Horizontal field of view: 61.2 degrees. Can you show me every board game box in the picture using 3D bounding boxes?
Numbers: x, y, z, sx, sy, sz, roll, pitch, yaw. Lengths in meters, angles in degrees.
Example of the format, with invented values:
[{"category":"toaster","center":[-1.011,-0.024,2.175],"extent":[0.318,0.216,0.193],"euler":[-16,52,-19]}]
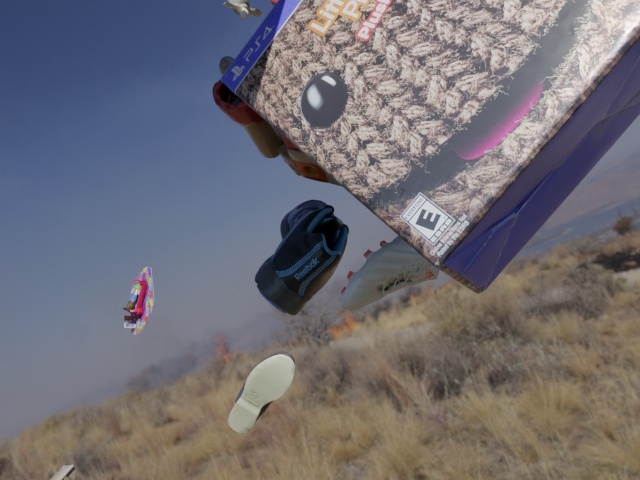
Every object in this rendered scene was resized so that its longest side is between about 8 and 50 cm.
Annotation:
[{"category":"board game box","center":[-0.452,0.143,1.324],"extent":[0.033,0.169,0.133],"euler":[16,-50,-37]},{"category":"board game box","center":[0.095,-0.139,0.487],"extent":[0.232,0.291,0.141],"euler":[-51,-31,8]}]

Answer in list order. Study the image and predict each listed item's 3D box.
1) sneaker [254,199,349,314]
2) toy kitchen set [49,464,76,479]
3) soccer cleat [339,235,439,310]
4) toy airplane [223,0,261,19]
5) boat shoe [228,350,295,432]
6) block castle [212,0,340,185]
[{"category":"sneaker","center":[0.000,0.000,0.942],"extent":[0.139,0.125,0.341],"euler":[-43,13,22]},{"category":"toy kitchen set","center":[-0.308,0.325,0.654],"extent":[0.083,0.075,0.068],"euler":[-24,19,38]},{"category":"soccer cleat","center":[0.104,0.032,0.671],"extent":[0.196,0.076,0.068],"euler":[-36,-22,-33]},{"category":"toy airplane","center":[-0.224,-0.830,1.524],"extent":[0.272,0.386,0.384],"euler":[-42,32,-23]},{"category":"boat shoe","center":[-0.071,0.185,0.680],"extent":[0.137,0.049,0.043],"euler":[-57,-4,24]},{"category":"block castle","center":[0.087,-0.252,0.805],"extent":[0.452,0.303,0.213],"euler":[16,-20,24]}]
